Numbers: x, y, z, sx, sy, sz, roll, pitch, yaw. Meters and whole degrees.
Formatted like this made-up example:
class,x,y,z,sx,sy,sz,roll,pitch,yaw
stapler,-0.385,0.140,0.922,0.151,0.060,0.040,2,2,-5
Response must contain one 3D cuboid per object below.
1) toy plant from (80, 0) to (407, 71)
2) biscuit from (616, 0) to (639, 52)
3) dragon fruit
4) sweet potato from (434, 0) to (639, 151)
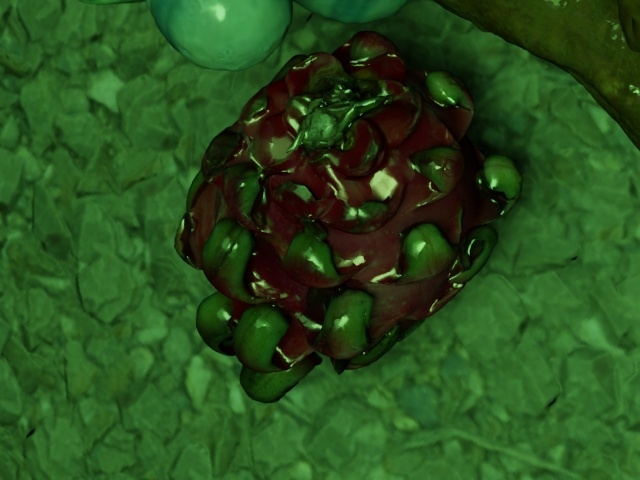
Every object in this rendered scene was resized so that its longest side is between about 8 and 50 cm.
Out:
class,x,y,z,sx,sy,sz,roll,pitch,yaw
toy plant,-0.050,-0.226,1.189,0.332,0.247,0.247,24,105,39
biscuit,0.271,-0.322,1.011,0.343,0.166,0.395,-17,86,-1
dragon fruit,-0.004,-0.005,1.235,0.273,0.198,0.218,-46,46,22
sweet potato,0.195,-0.109,1.184,0.341,0.092,0.114,41,136,21
